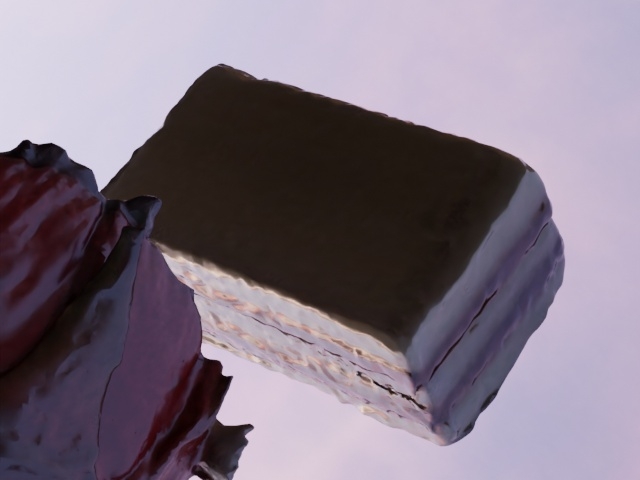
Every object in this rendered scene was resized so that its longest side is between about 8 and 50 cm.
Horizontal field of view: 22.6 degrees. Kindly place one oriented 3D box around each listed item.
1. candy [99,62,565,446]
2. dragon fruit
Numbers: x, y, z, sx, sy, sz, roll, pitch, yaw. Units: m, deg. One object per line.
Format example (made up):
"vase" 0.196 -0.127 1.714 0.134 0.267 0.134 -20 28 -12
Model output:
"candy" 0.000 0.000 1.137 0.320 0.135 0.179 20 -120 38
"dragon fruit" -0.193 0.081 0.748 0.282 0.343 0.100 -63 -154 14
